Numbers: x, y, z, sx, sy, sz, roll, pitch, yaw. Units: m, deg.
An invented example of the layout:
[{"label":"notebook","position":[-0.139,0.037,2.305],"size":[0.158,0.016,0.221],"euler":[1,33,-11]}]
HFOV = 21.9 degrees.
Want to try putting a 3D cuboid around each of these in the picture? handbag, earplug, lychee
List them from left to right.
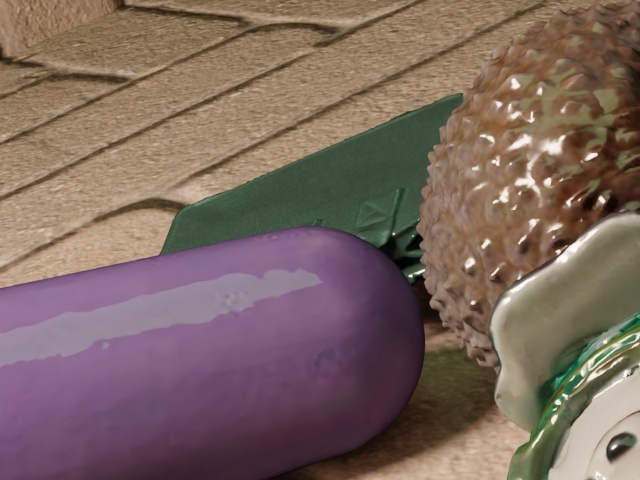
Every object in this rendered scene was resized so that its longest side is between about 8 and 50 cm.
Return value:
[{"label":"earplug","position":[-0.145,0.114,1.205],"size":[0.455,0.215,0.215],"euler":[-15,20,-4]},{"label":"handbag","position":[0.001,0.000,1.455],"size":[0.326,0.089,0.238],"euler":[-21,22,23]},{"label":"lychee","position":[0.212,-0.020,1.159],"size":[0.300,0.300,0.300],"euler":[-15,21,6]}]

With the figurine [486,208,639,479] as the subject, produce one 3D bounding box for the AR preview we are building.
[{"label":"figurine","position":[0.207,0.141,0.838],"size":[0.323,0.231,0.340],"euler":[-38,24,18]}]
